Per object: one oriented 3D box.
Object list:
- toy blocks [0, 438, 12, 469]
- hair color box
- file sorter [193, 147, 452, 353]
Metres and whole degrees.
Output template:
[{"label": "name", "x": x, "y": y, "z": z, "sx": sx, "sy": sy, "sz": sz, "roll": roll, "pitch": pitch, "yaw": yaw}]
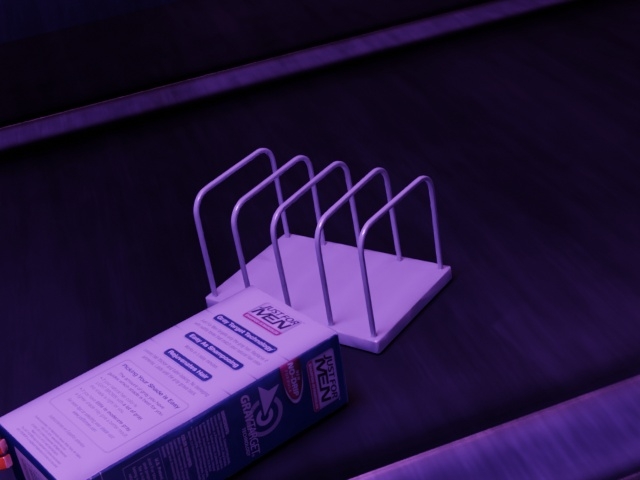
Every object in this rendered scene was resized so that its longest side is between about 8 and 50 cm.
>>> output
[{"label": "toy blocks", "x": -0.349, "y": 0.261, "z": 1.154, "sx": 0.148, "sy": 0.054, "sz": 0.123, "roll": -14, "pitch": 60, "yaw": 12}, {"label": "hair color box", "x": -0.156, "y": 0.189, "z": 1.236, "sx": 0.347, "sy": 0.105, "sz": 0.174, "roll": -28, "pitch": 34, "yaw": -30}, {"label": "file sorter", "x": 0.000, "y": 0.000, "z": 1.466, "sx": 0.277, "sy": 0.173, "sz": 0.193, "roll": 12, "pitch": 35, "yaw": 33}]
